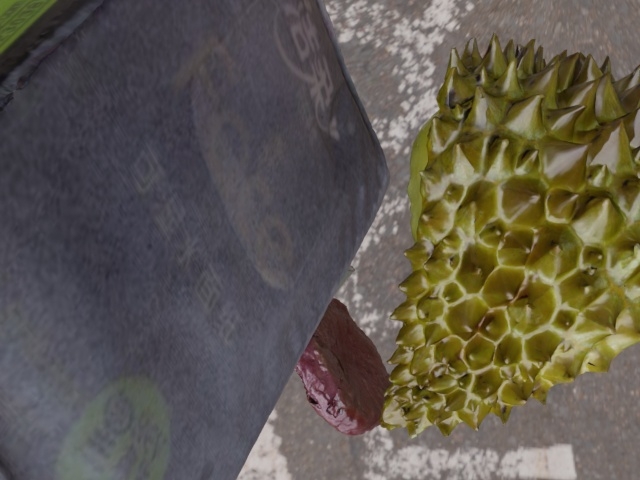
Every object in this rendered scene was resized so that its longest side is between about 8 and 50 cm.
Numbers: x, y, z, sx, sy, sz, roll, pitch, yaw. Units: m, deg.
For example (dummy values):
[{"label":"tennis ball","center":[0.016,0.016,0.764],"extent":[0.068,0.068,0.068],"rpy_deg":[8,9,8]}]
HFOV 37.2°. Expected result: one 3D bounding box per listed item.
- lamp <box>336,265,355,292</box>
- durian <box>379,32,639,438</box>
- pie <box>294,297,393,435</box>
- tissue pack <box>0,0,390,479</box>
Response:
[{"label":"lamp","center":[0.000,0.000,1.313],"extent":[0.121,0.121,0.214],"rpy_deg":[23,97,5]},{"label":"durian","center":[0.127,-0.028,0.545],"extent":[0.172,0.306,0.166],"rpy_deg":[18,128,-5]},{"label":"pie","center":[0.021,0.126,0.970],"extent":[0.038,0.153,0.153],"rpy_deg":[-31,100,26]},{"label":"tissue pack","center":[-0.103,-0.018,0.547],"extent":[0.124,0.394,0.288],"rpy_deg":[2,132,27]}]
